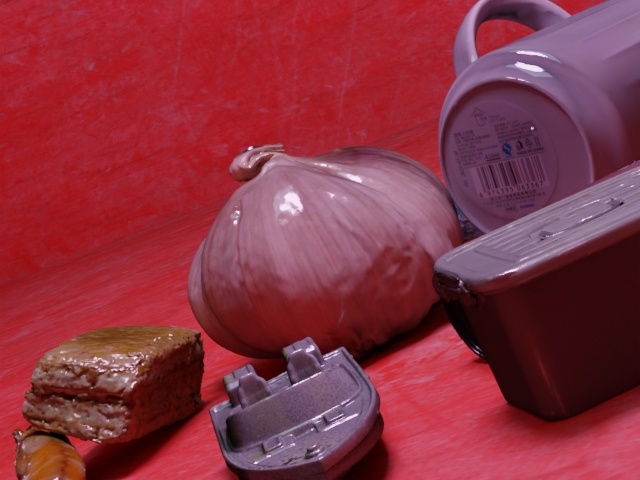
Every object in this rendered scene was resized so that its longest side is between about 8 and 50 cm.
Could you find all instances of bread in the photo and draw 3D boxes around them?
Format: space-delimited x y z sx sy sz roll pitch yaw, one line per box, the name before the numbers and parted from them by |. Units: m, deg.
bread | -0.214 0.149 1.673 0.138 0.102 0.196 -1 5 22

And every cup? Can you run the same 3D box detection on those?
cup | 0.272 -0.160 1.794 0.327 0.323 0.236 -28 -26 -45

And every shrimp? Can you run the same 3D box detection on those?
shrimp | -0.300 0.245 1.593 0.150 0.068 0.248 -28 13 1

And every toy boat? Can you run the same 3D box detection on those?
toy boat | -0.018 0.152 1.341 0.141 0.092 0.319 -25 10 -5

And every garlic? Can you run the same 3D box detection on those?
garlic | 0.006 0.015 1.750 0.322 0.241 0.322 2 5 0

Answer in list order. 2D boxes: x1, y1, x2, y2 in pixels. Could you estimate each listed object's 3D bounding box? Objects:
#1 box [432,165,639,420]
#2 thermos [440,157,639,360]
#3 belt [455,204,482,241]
box | 0.227 0.040 1.281 0.243 0.135 0.163 -23 10 -12
thermos | 0.280 -0.004 1.485 0.330 0.109 0.136 -26 9 -23
belt | 0.115 0.000 2.004 0.302 0.072 0.087 -25 9 -28
